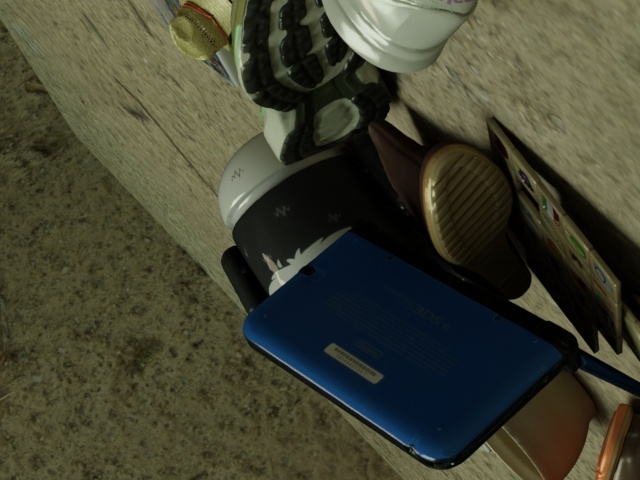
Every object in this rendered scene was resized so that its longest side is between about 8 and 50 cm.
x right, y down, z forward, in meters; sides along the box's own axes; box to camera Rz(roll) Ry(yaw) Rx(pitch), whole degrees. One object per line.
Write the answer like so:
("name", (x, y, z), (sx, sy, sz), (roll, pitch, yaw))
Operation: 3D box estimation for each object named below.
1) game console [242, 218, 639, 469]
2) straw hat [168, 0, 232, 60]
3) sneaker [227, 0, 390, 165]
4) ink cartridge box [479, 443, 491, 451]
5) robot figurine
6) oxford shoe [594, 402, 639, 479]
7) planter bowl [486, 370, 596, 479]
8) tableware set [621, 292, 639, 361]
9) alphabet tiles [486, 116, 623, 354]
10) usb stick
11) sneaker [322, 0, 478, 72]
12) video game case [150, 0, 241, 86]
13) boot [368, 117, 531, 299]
("game console", (0.119, 0.115, 1.531), (0.293, 0.250, 0.173), (30, 152, 44))
("straw hat", (-0.148, -0.256, 1.990), (0.144, 0.061, 0.144), (38, 163, 14))
("sneaker", (-0.041, -0.215, 1.523), (0.182, 0.158, 0.410), (57, 170, 17))
("ink cartridge box", (0.222, 0.257, 2.378), (0.088, 0.052, 0.122), (50, 169, -3))
("robot figurine", (0.002, -0.001, 1.840), (0.278, 0.209, 0.173), (57, 164, 14))
("oxford shoe", (0.379, 0.309, 1.781), (0.133, 0.130, 0.363), (6, 140, 26))
("planter bowl", (0.245, 0.197, 1.870), (0.162, 0.109, 0.162), (48, 170, 12))
("tableware set", (0.324, 0.124, 1.456), (0.194, 0.039, 0.128), (58, -179, -12))
("alphabet tiles", (0.218, 0.015, 1.498), (0.198, 0.009, 0.237), (56, 175, 27))
("usb stick", (0.095, -0.023, 1.896), (0.278, 0.045, 0.077), (44, 167, 31))
("sneaker", (0.018, -0.276, 1.188), (0.305, 0.114, 0.152), (52, 147, 2))
("video game case", (-0.186, -0.309, 2.141), (0.183, 0.023, 0.201), (40, 165, 46))
("boot", (0.101, -0.056, 1.569), (0.207, 0.090, 0.248), (46, 174, 37))
